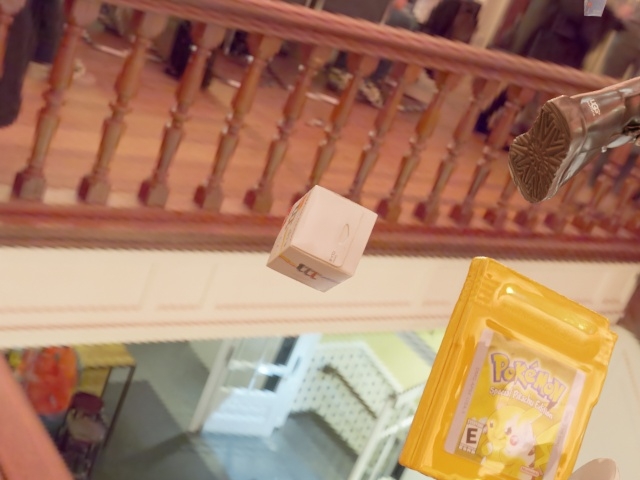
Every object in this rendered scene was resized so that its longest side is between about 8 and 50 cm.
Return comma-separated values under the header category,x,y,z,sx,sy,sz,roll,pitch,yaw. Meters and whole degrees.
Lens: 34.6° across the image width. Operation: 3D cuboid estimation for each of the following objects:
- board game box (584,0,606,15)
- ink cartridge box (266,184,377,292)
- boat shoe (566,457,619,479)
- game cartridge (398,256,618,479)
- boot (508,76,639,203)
category,x,y,z,sx,sy,sz,roll,pitch,yaw
board game box,0.529,-0.557,1.938,0.039,0.211,0.160,6,-21,5
ink cartridge box,0.000,0.000,1.843,0.127,0.128,0.176,26,-19,-11
boat shoe,0.370,0.404,1.449,0.078,0.070,0.219,-8,33,46
game cartridge,0.289,0.224,1.520,0.285,0.323,0.053,25,-8,-25
boot,0.645,-0.239,2.135,0.445,0.367,0.146,-20,77,-13
